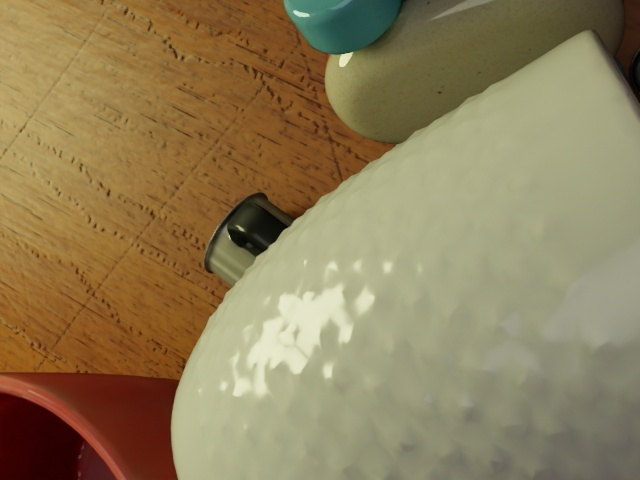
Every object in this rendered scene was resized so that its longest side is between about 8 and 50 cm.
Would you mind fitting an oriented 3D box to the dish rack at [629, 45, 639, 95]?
[{"bbox_3d":[0.357,-0.153,0.558,0.208,0.074,0.271,41,118,14],"label":"dish rack"}]

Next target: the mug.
[{"bbox_3d":[0.113,0.118,0.532,0.328,0.276,0.374,-31,105,22],"label":"mug"}]

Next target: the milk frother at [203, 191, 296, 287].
[{"bbox_3d":[0.000,0.000,0.718,0.134,0.129,0.143,36,59,15],"label":"milk frother"}]

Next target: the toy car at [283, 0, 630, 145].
[{"bbox_3d":[0.100,-0.203,0.643,0.210,0.219,0.238,-18,55,23],"label":"toy car"}]

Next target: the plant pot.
[{"bbox_3d":[-0.184,0.227,0.696,0.275,0.243,0.275,0,90,19],"label":"plant pot"}]
